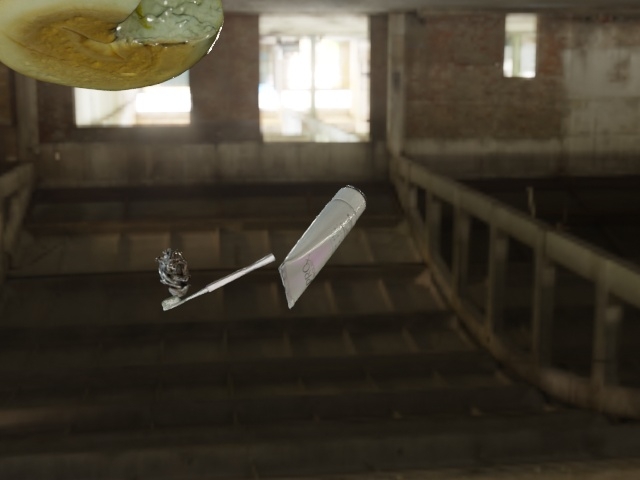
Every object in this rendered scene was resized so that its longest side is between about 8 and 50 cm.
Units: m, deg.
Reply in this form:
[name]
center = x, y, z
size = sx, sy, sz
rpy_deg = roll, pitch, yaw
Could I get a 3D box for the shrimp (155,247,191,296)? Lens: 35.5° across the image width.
[shrimp]
center = -0.258, 0.050, 1.757
size = 0.056, 0.065, 0.165
rpy_deg = -5, 160, 1

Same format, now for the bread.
[bread]
center = -0.303, -0.316, 1.322
size = 0.332, 0.160, 0.333
rpy_deg = -5, 162, -2

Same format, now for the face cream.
[face cream]
center = 0.000, 0.000, 1.670
size = 0.058, 0.092, 0.244
rpy_deg = 13, -134, 28

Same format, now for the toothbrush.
[toothbrush]
center = -0.162, 0.066, 1.596
size = 0.194, 0.017, 0.014
rpy_deg = -23, -168, -9
